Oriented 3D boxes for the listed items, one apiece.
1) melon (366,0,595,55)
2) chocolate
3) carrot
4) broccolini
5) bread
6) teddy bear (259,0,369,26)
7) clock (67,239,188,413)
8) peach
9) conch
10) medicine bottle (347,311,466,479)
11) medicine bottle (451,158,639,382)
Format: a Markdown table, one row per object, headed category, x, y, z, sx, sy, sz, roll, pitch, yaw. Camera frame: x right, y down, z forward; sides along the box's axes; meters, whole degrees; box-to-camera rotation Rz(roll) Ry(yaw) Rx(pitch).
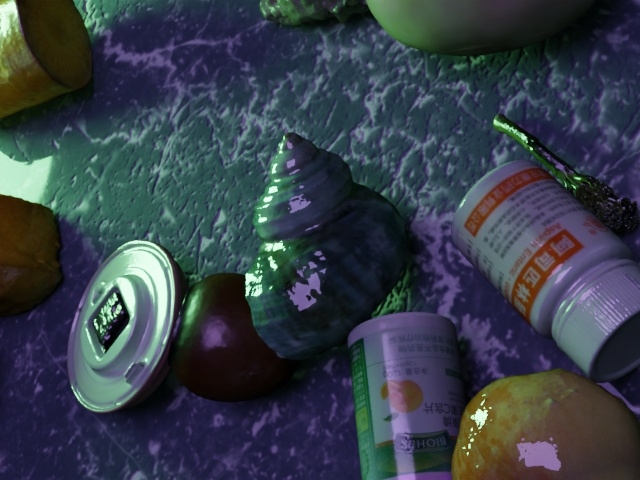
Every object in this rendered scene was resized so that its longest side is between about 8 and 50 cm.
| category | x | y | z | sx | sy | sz | roll | pitch | yaw |
| --- | --- | --- | --- | --- | --- | --- | --- | --- | --- |
| melon | 0.194 | -0.339 | 1.650 | 0.317 | 0.223 | 0.223 | -3 | 71 | 36 |
| chocolate | -0.103 | 0.128 | 1.715 | 0.177 | 0.177 | 0.176 | -11 | 67 | 28 |
| carrot | -0.500 | -0.280 | 2.078 | 0.254 | 0.196 | 0.196 | -21 | 63 | 24 |
| broccolini | 0.284 | -0.082 | 1.612 | 0.239 | 0.051 | 0.054 | 44 | 142 | 36 |
| bread | -0.563 | 0.015 | 2.012 | 0.340 | 0.179 | 0.194 | -4 | 70 | 30 |
| teddy bear | -0.022 | -0.471 | 1.845 | 0.357 | 0.224 | 0.367 | -32 | 60 | 35 |
| clock | -0.268 | 0.117 | 1.831 | 0.244 | 0.056 | 0.244 | -27 | 52 | 40 |
| peach | 0.239 | 0.233 | 1.431 | 0.232 | 0.232 | 0.232 | -11 | 67 | 28 |
| conch | 0.000 | 0.000 | 1.664 | 0.195 | 0.220 | 0.277 | -166 | 64 | -72 |
| medicine bottle | 0.108 | 0.229 | 1.550 | 0.133 | 0.133 | 0.274 | -17 | 66 | 26 |
| medicine bottle | 0.272 | 0.032 | 1.516 | 0.144 | 0.144 | 0.252 | -48 | 58 | 8 |
